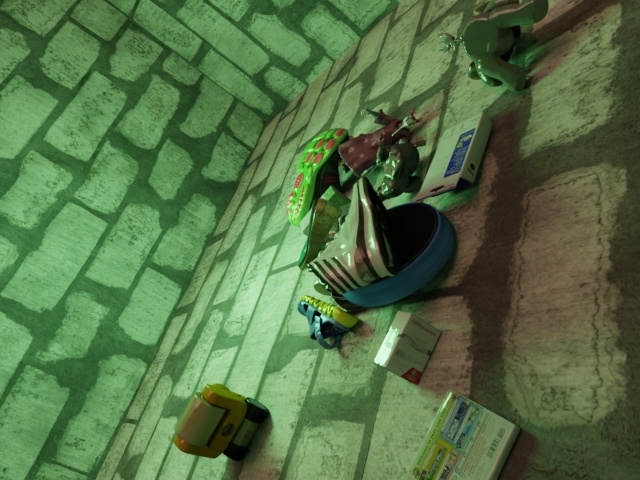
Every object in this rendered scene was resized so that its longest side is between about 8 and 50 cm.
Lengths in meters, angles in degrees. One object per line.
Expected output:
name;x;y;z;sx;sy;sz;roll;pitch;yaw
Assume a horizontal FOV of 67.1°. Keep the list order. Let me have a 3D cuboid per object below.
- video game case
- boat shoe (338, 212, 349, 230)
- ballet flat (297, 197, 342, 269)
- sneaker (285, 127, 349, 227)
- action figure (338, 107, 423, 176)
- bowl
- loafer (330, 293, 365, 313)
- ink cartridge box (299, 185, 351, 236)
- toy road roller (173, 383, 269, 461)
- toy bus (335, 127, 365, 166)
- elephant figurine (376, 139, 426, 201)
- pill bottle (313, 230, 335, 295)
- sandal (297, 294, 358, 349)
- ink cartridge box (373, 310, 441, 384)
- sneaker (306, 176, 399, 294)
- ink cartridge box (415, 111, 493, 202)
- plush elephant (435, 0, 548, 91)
video game case;0.288;0.438;0.994;0.213;0.023;0.193;-61;24;-8
boat shoe;0.133;-0.090;1.816;0.083;0.065;0.183;-35;0;35
ballet flat;0.000;0.000;1.642;0.349;0.123;0.123;106;176;-49
sneaker;0.006;-0.279;2.172;0.185;0.202;0.483;29;96;47
action figure;0.259;-0.390;1.963;0.370;0.275;0.248;-30;67;16
bowl;0.208;0.028;1.454;0.391;0.077;0.391;-29;27;17
loafer;0.152;0.149;1.517;0.302;0.095;0.109;-33;33;42
ink cartridge box;0.040;-0.090;1.955;0.212;0.154;0.093;-51;25;14
toy road roller;-0.368;0.599;1.665;0.240;0.329;0.203;22;79;43
toy bus;0.107;-0.421;2.294;0.104;0.202;0.191;104;176;-60
elephant figurine;0.275;-0.221;1.706;0.186;0.169;0.240;98;179;-51
pill bottle;0.042;0.085;1.770;0.124;0.124;0.222;-29;35;46
sandal;-0.004;0.274;1.634;0.138;0.126;0.317;-64;23;-8
ink cartridge box;0.221;0.269;1.223;0.151;0.109;0.063;-61;21;-11
sneaker;0.069;-0.017;1.420;0.257;0.169;0.448;-26;30;18
ink cartridge box;0.421;-0.245;1.511;0.165;0.065;0.333;-18;38;54
plush elephant;0.579;-0.654;1.577;0.329;0.272;0.255;20;34;34
